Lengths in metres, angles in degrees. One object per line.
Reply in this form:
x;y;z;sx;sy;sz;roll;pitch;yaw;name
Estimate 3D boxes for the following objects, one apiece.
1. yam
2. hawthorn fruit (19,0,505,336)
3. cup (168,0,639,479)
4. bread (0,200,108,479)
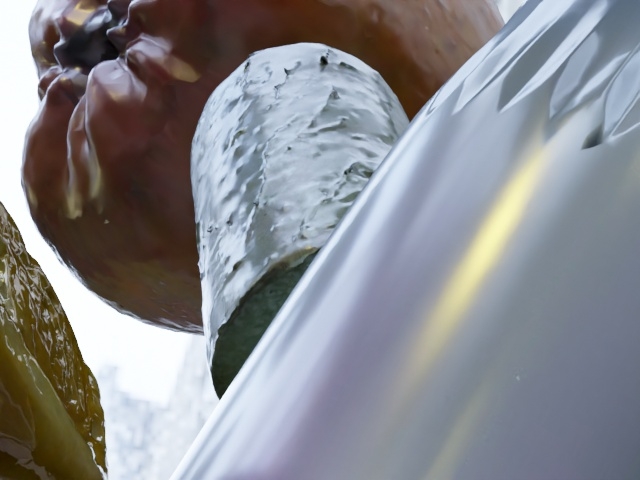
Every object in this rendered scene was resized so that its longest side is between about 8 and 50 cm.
0.000;0.000;1.149;0.161;0.268;0.161;-4;-59;-7;yam
-0.037;-0.121;1.720;0.472;0.472;0.472;3;-33;2;hawthorn fruit
0.094;0.076;0.797;0.253;0.371;0.253;27;-18;10;cup
-0.234;0.073;0.695;0.294;0.132;0.167;-18;-39;6;bread
